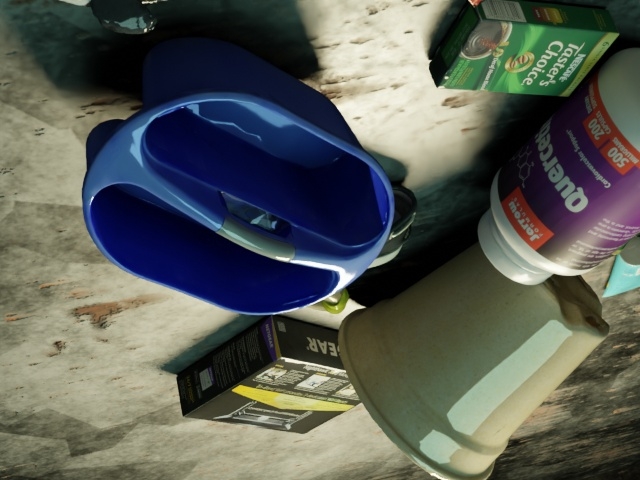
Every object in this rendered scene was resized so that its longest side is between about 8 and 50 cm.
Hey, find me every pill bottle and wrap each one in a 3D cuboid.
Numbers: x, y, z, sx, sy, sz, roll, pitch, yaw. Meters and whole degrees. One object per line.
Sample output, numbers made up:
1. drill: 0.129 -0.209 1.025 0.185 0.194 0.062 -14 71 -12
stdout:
1. pill bottle: 0.339 -0.077 1.240 0.181 0.181 0.323 4 145 -30

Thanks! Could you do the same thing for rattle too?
1. rattle: -0.044 0.022 1.393 0.199 0.143 0.130 9 177 38

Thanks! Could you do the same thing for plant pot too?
1. plant pot: 0.252 0.148 1.493 0.305 0.334 0.334 -44 141 23

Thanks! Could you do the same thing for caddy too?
1. caddy: -0.083 -0.050 1.021 0.341 0.179 0.241 24 120 -36

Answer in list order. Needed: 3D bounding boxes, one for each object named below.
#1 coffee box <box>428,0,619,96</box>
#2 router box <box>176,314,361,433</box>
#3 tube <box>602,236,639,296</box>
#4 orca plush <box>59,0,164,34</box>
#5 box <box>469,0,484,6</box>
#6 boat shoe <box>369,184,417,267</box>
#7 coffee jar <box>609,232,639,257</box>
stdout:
1. coffee box: 0.226 -0.213 1.095 0.184 0.040 0.113 0 147 -25
2. router box: -0.054 0.242 1.707 0.243 0.081 0.309 -34 146 30
3. tube: 0.534 0.055 1.700 0.080 0.052 0.207 -13 156 6
4. orca plush: -0.133 -0.268 0.827 0.287 0.102 0.151 -26 106 -2
5. box: 0.186 -0.293 0.953 0.137 0.027 0.094 -28 149 22
6. boat shoe: 0.000 0.000 1.249 0.302 0.114 0.091 -27 154 -39
7. coffee jar: 0.445 -0.049 1.425 0.079 0.096 0.184 10 141 -39
